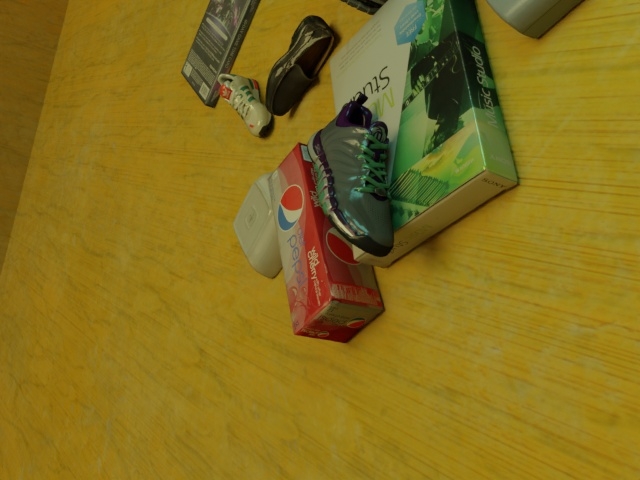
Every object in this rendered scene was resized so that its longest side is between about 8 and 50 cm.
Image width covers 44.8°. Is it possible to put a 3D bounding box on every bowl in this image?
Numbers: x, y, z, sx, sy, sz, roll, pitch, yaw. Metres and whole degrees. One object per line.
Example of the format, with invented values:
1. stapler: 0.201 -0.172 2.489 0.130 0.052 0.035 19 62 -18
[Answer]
1. bowl: -0.087 -0.029 1.213 0.142 0.053 0.142 -60 35 26

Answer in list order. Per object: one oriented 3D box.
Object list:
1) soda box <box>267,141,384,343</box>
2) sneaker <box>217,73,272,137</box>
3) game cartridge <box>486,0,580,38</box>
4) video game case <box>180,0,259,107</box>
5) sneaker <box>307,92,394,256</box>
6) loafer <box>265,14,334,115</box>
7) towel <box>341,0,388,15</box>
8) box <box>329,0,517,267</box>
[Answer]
1. soda box: 0.000 0.000 1.040 0.092 0.083 0.263 -46 43 38
2. sneaker: -0.138 -0.237 1.346 0.057 0.075 0.161 -55 38 30
3. game cartridge: 0.237 -0.378 0.852 0.198 0.062 0.297 -37 49 39
4. video game case: -0.198 -0.426 1.558 0.274 0.026 0.196 -62 35 19
5. sneaker: 0.047 -0.084 0.902 0.098 0.083 0.224 -51 40 28
6. loafer: -0.034 -0.266 1.216 0.061 0.062 0.170 52 123 45
7. towel: 0.006 -0.433 1.010 0.121 0.283 0.235 -43 44 42
8. box: 0.110 -0.157 0.955 0.232 0.058 0.322 -38 50 45
